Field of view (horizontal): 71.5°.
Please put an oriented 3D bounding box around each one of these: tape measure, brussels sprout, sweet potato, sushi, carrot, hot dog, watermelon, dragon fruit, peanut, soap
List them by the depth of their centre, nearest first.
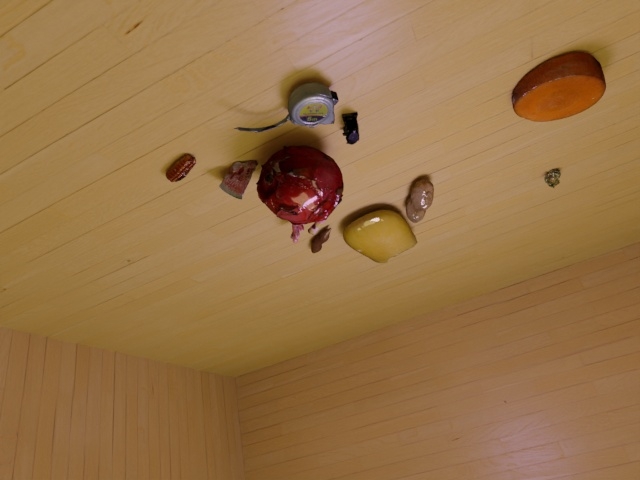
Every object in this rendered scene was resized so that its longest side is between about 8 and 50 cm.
[{"bbox_3d":[-0.109,-0.413,1.381,0.330,0.084,0.164,-7,148,-14],"label":"tape measure"},{"bbox_3d":[0.107,-0.379,1.533,0.056,0.083,0.085,-11,149,-6],"label":"sushi"},{"bbox_3d":[-0.487,-0.250,1.560,0.144,0.038,0.062,-31,146,29],"label":"hot dog"},{"bbox_3d":[0.833,-0.531,1.572,0.307,0.100,0.258,-7,153,5],"label":"carrot"},{"bbox_3d":[-0.073,-0.194,1.587,0.301,0.296,0.295,-3,152,-43],"label":"dragon fruit"},{"bbox_3d":[-0.304,-0.220,1.625,0.097,0.121,0.158,29,130,-21],"label":"watermelon"},{"bbox_3d":[0.443,-0.173,2.005,0.101,0.117,0.263,10,152,0],"label":"peanut"},{"bbox_3d":[1.102,-0.300,2.109,0.085,0.058,0.085,3,121,5],"label":"brussels sprout"},{"bbox_3d":[-0.003,0.000,2.182,0.065,0.051,0.218,5,145,-23],"label":"sweet potato"},{"bbox_3d":[0.288,-0.026,2.193,0.305,0.115,0.427,-21,149,21],"label":"soap"}]

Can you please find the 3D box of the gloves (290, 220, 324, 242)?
[{"bbox_3d":[-0.059,-0.096,1.927,0.241,0.126,0.145,-36,168,30],"label":"gloves"}]
